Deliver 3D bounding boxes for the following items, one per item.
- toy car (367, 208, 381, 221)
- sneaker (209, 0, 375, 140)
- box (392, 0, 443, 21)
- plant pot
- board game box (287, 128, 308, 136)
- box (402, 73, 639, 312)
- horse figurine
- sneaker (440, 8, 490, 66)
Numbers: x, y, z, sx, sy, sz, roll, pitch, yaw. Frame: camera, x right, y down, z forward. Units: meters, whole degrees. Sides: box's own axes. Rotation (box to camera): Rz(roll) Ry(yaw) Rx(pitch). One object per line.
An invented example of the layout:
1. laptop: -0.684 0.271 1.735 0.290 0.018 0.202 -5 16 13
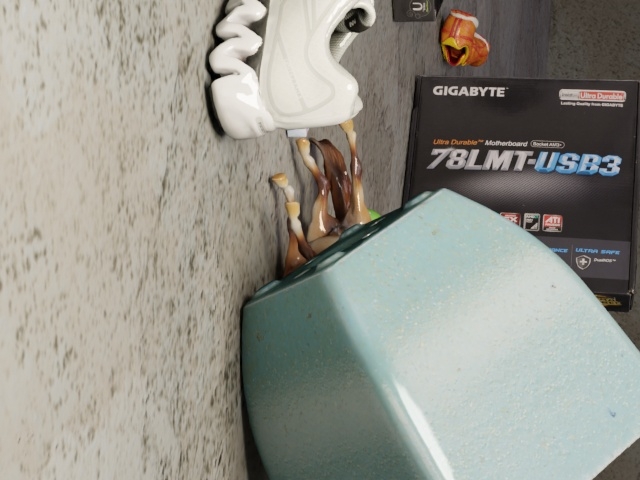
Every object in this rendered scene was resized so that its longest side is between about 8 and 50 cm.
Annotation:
1. toy car: 0.060 0.077 1.905 0.239 0.053 0.225 7 85 -78
2. sneaker: -0.011 -0.215 1.374 0.110 0.118 0.292 54 38 -68
3. box: 0.117 -0.305 2.115 0.083 0.052 0.062 -66 154 -59
4. plant pot: 0.080 0.108 1.433 0.248 0.247 0.252 -34 94 -34
5. board game box: -0.016 -0.154 1.585 0.090 0.020 0.090 -72 161 -54
6. box: 0.255 -0.065 2.224 0.073 0.295 0.293 69 27 -67
7. horse figurine: 0.000 0.000 1.586 0.263 0.066 0.174 -63 147 -58
8. sneaker: 0.199 -0.278 2.531 0.067 0.064 0.175 -67 160 -4
